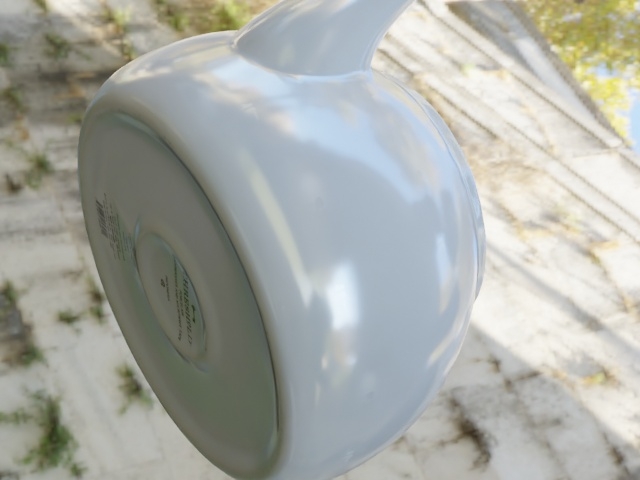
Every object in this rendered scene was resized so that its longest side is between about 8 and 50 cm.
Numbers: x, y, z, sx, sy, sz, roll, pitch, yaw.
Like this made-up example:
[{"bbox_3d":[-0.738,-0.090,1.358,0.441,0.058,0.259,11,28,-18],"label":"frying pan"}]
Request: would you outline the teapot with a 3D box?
[{"bbox_3d":[0.000,0.000,0.583,0.252,0.187,0.256,65,-29,3],"label":"teapot"}]
